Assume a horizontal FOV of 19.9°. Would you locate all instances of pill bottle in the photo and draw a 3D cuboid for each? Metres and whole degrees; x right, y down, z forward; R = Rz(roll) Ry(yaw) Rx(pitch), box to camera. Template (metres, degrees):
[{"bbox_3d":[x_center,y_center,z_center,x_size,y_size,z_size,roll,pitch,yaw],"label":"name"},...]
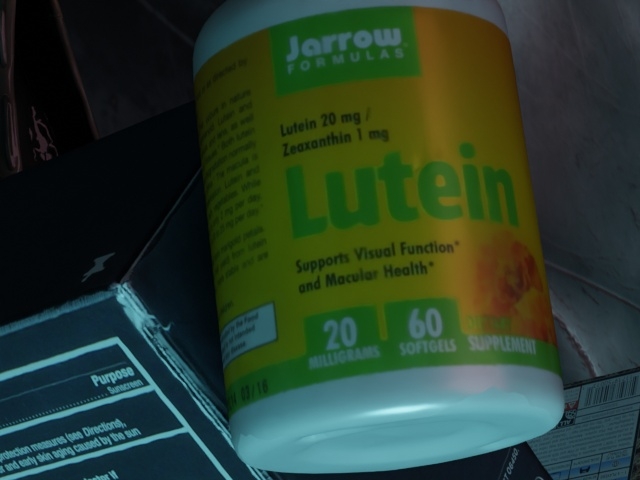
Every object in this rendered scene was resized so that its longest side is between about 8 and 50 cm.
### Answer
[{"bbox_3d":[0.018,-0.034,0.766,0.136,0.136,0.246,13,65,-50],"label":"pill bottle"}]

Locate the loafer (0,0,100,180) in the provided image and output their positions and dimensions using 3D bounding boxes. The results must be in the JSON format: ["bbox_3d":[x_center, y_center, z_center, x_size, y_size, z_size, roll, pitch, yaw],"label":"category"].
[{"bbox_3d":[-0.161,-0.038,1.078,0.096,0.084,0.268,-26,96,-54],"label":"loafer"}]

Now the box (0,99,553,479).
[{"bbox_3d":[-0.084,0.111,0.934,0.294,0.296,0.183,54,39,-23],"label":"box"}]

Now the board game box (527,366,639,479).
[{"bbox_3d":[0.148,0.255,1.237,0.141,0.232,0.291,48,43,-30],"label":"board game box"}]
